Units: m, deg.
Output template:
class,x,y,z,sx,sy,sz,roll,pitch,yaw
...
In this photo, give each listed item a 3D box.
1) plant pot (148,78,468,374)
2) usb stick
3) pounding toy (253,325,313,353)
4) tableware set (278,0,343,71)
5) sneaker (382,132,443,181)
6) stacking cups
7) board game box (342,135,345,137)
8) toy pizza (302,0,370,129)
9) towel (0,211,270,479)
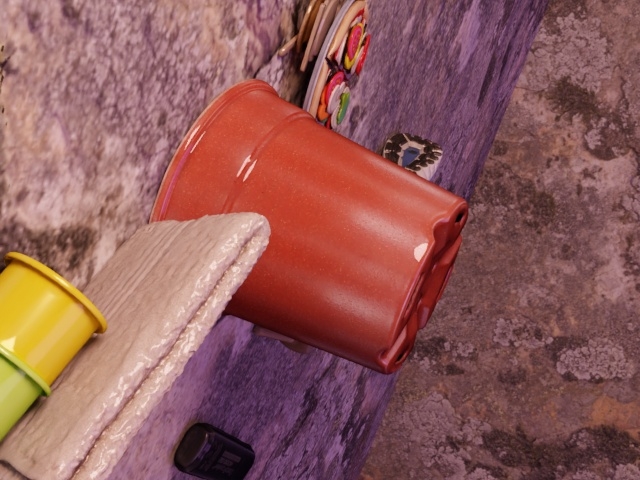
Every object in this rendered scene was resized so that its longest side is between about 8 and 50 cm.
class,x,y,z,sx,sy,sz,roll,pitch,yaw
plant pot,0.000,0.000,0.899,0.272,0.265,0.272,-55,161,-30
usb stick,-0.156,0.328,1.258,0.077,0.045,0.278,-55,161,-12
pounding toy,0.002,0.105,1.242,0.155,0.154,0.269,-53,159,-37
tableware set,0.005,-0.292,0.917,0.128,0.039,0.194,-61,173,-58
sneaker,0.117,-0.051,1.424,0.330,0.130,0.147,-47,153,-47
stacking cups,-0.277,0.158,0.571,0.316,0.096,0.096,-57,161,-24
board game box,0.039,-0.021,1.135,0.124,0.039,0.259,-48,116,-40
toy pizza,0.026,-0.209,1.043,0.201,0.032,0.201,22,90,-83
towel,-0.166,0.086,0.679,0.049,0.187,0.282,52,56,-28
